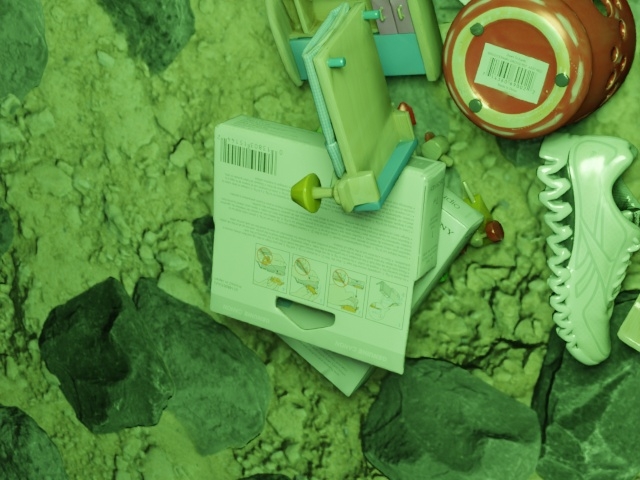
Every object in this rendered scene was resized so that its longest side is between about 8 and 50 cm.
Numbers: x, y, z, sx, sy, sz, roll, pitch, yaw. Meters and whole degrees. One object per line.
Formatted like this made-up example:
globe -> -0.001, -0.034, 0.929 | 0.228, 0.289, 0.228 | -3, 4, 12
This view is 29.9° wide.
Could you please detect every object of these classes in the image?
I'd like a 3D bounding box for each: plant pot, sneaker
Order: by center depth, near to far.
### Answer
plant pot -> 0.241, -0.214, 1.339 | 0.191, 0.174, 0.191 | 9, 111, 25
sneaker -> 0.330, 0.013, 1.423 | 0.118, 0.110, 0.292 | -3, 108, 21

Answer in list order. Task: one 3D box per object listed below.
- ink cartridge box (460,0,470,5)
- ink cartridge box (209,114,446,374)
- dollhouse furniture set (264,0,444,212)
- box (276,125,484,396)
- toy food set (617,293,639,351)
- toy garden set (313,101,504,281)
ink cartridge box -> 0.180, -0.348, 1.391 | 0.088, 0.052, 0.122 | 43, 125, 8
ink cartridge box -> 0.000, 0.000, 1.498 | 0.296, 0.066, 0.261 | 16, 116, 26
dollhouse furniture set -> -0.015, -0.219, 1.349 | 0.198, 0.303, 0.286 | 0, 129, 27
box -> 0.035, 0.019, 1.559 | 0.232, 0.058, 0.322 | 40, 123, 12
toy food set -> 0.495, 0.042, 1.342 | 0.219, 0.092, 0.306 | 30, 120, 16
toy garden set -> 0.113, -0.063, 1.546 | 0.203, 0.049, 0.244 | -22, 97, 35
